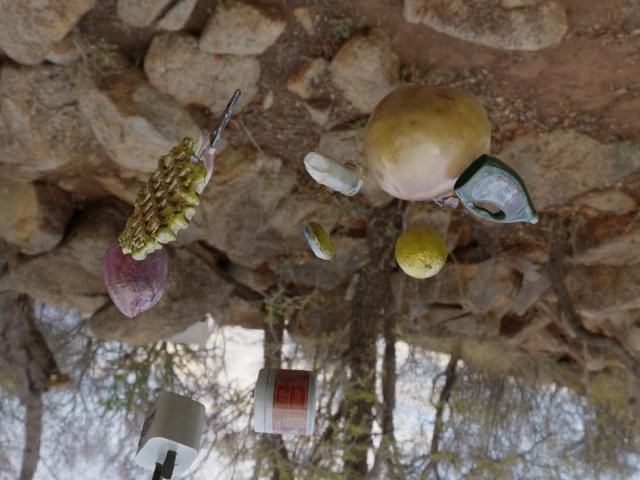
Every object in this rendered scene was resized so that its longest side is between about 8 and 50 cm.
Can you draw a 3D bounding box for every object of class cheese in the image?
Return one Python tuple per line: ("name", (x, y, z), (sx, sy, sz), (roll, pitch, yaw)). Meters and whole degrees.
("cheese", (0.000, 0.000, 2.239), (0.069, 0.177, 0.270), (-31, 180, 4))

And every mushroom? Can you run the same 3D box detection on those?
("mushroom", (0.034, -0.158, 1.451), (0.071, 0.084, 0.209), (50, -162, 25))

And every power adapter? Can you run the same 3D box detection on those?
("power adapter", (-0.353, 0.478, 1.460), (0.125, 0.130, 0.205), (28, -149, -20))

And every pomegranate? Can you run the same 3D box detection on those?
("pomegranate", (0.271, -0.231, 1.595), (0.337, 0.339, 0.338), (6, -174, -1))

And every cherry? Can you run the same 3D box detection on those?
("cherry", (-0.506, 0.099, 1.729), (0.175, 0.250, 0.192), (-1, 144, -2))

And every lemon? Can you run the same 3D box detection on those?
("lemon", (0.347, 0.041, 2.161), (0.178, 0.179, 0.203), (5, -147, -12))

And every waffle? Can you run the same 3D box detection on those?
("waffle", (-0.308, -0.089, 1.261), (0.051, 0.291, 0.291), (35, 168, -34))

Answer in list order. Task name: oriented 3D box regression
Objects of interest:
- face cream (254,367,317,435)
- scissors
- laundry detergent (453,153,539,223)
("face cream", (-0.107, 0.510, 1.993), (0.187, 0.201, 0.201), (3, -174, 0))
("scissors", (-0.248, -0.227, 1.427), (0.024, 0.160, 0.317), (10, 140, -29))
("laundry detergent", (0.423, -0.100, 1.476), (0.210, 0.137, 0.063), (35, -153, -17))
